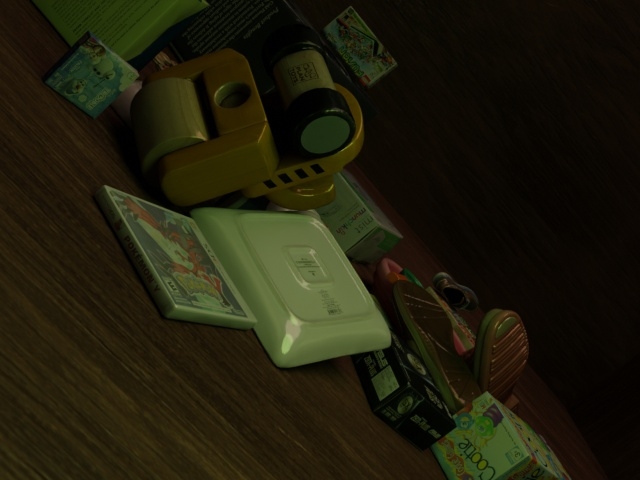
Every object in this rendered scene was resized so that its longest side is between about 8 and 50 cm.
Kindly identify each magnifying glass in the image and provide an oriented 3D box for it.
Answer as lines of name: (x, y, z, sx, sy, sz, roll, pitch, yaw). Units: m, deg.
magnifying glass: (0.196, 0.097, 1.747, 0.092, 0.026, 0.231, 55, 11, 20)

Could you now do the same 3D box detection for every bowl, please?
bowl: (-0.269, -0.203, 1.238, 0.142, 0.053, 0.142, 49, 13, -5)

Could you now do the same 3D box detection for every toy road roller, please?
toy road roller: (-0.096, -0.144, 1.157, 0.240, 0.329, 0.202, 77, -5, -54)

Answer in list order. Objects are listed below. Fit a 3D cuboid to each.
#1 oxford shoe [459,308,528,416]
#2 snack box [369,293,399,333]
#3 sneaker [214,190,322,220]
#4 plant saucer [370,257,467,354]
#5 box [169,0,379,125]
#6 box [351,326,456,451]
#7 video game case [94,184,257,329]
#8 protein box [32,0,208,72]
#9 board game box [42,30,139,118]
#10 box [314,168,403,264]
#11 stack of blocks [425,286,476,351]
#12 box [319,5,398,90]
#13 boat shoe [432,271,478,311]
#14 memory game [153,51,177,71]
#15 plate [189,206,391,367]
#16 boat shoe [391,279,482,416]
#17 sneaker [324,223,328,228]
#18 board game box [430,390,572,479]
oxford shoe: (0.327, 0.274, 1.590, 0.146, 0.140, 0.397, 37, -36, 37)
snack box: (0.101, 0.150, 1.585, 0.100, 0.037, 0.141, 55, 12, 27)
sneaker: (-0.095, -0.081, 1.394, 0.182, 0.127, 0.315, 49, 17, -26)
plant saucer: (0.227, 0.193, 1.827, 0.332, 0.084, 0.332, 47, 12, -14)
box: (-0.148, -0.479, 2.004, 0.472, 0.297, 0.480, 56, 12, 19)
box: (0.136, 0.244, 1.316, 0.147, 0.077, 0.180, 44, 13, -31)
video game case: (-0.172, 0.026, 0.950, 0.183, 0.023, 0.201, 55, 12, 21)
protein box: (-0.332, -0.401, 1.246, 0.201, 0.200, 0.136, 50, 11, -2)
board game box: (-0.309, -0.222, 1.040, 0.090, 0.090, 0.020, 38, 15, -47)
box: (0.068, -0.068, 1.950, 0.231, 0.127, 0.262, 52, 10, 18)
stack of blocks: (0.373, 0.276, 2.117, 0.297, 0.087, 0.171, 55, 12, 21)
box: (0.105, -0.525, 2.110, 0.207, 0.114, 0.036, 52, 9, 6)
boat shoe: (0.382, 0.161, 2.155, 0.183, 0.066, 0.066, 32, 23, -30)
memory game: (-0.301, -0.345, 1.673, 0.186, 0.012, 0.186, 48, 12, -13)
plate: (-0.028, 0.050, 1.152, 0.277, 0.045, 0.278, 0, 51, -51)
boat shoe: (0.204, 0.229, 1.544, 0.123, 0.123, 0.342, 13, 38, -36)
sneaker: (0.000, 0.000, 1.602, 0.064, 0.067, 0.175, 51, 9, 12)
board game box: (0.336, 0.409, 1.398, 0.275, 0.142, 0.144, 39, 16, -45)
